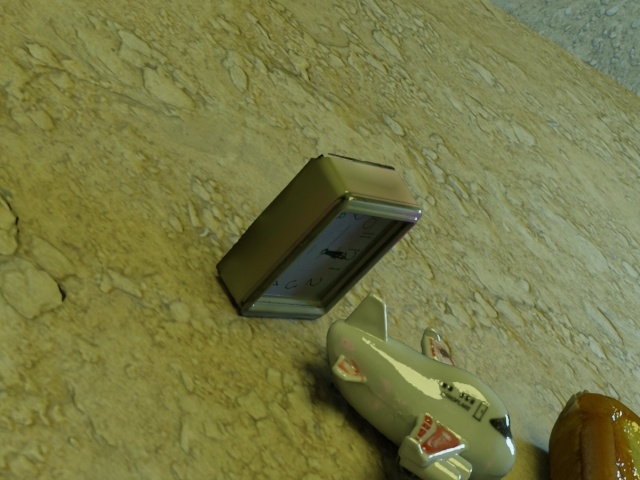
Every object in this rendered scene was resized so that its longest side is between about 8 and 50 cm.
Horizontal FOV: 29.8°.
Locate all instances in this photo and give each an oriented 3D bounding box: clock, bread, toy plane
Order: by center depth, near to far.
[{"bbox_3d":[0.108,0.168,1.289,0.252,0.118,0.252,35,24,-18],"label":"toy plane"},{"bbox_3d":[0.000,0.000,1.307,0.147,0.192,0.071,8,43,-51],"label":"clock"},{"bbox_3d":[0.343,0.312,1.412,0.152,0.119,0.288,33,28,-10],"label":"bread"}]
